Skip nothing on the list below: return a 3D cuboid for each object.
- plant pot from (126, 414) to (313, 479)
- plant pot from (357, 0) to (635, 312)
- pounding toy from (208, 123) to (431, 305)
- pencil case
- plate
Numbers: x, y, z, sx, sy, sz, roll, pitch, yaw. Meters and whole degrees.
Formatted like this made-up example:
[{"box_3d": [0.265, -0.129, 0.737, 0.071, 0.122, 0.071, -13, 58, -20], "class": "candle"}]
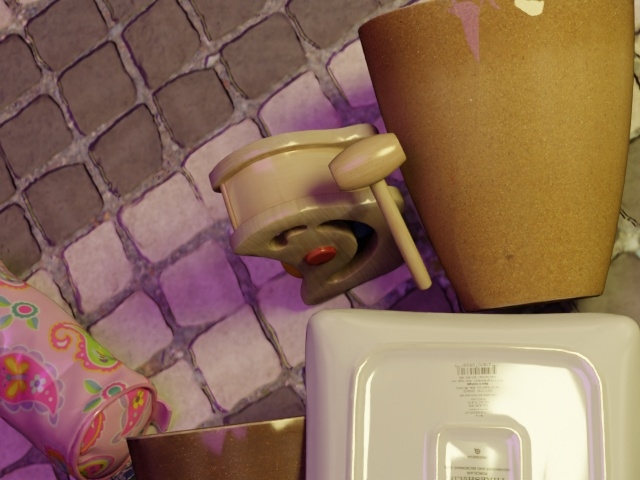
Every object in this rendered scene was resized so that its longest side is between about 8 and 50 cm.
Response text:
[{"box_3d": [-0.046, 0.270, 1.699, 0.215, 0.215, 0.230, -9, 85, 23], "class": "plant pot"}, {"box_3d": [0.164, -0.071, 1.685, 0.237, 0.237, 0.254, -8, 87, 23], "class": "plant pot"}, {"box_3d": [0.000, 0.000, 1.707, 0.154, 0.269, 0.155, -17, 67, -5], "class": "pounding toy"}, {"box_3d": [-0.274, 0.112, 1.889, 0.284, 0.124, 0.124, 36, 93, 28], "class": "pencil case"}, {"box_3d": [0.124, 0.185, 1.579, 0.277, 0.045, 0.278, 1, 72, 1], "class": "plate"}]
